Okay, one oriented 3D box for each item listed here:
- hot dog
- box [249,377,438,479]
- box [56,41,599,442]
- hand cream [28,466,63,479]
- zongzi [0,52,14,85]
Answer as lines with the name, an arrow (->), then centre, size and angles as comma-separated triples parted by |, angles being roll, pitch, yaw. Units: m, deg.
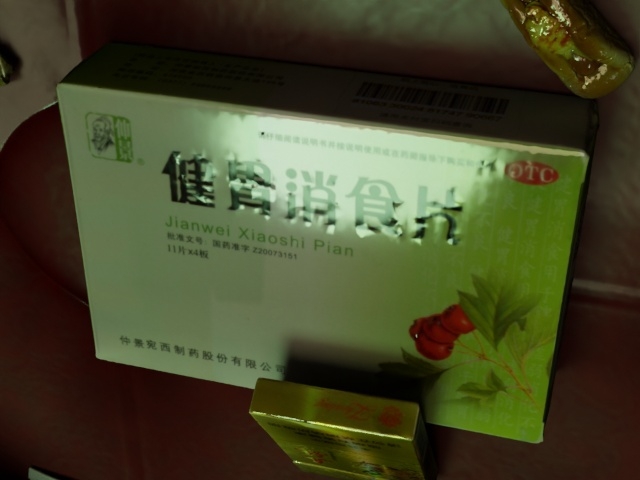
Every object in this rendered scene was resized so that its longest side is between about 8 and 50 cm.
hot dog -> 0.106, -0.098, 0.455 | 0.030, 0.034, 0.090 | -33, 105, 31
box -> 0.019, 0.115, 0.576 | 0.089, 0.022, 0.156 | 10, 158, 13
box -> 0.001, 0.001, 0.536 | 0.261, 0.062, 0.175 | 9, 124, 14
hand cream -> -0.207, 0.266, 0.794 | 0.052, 0.038, 0.216 | 6, 120, -14
zongzi -> -0.339, -0.157, 0.535 | 0.288, 0.134, 0.285 | -18, 99, -2
